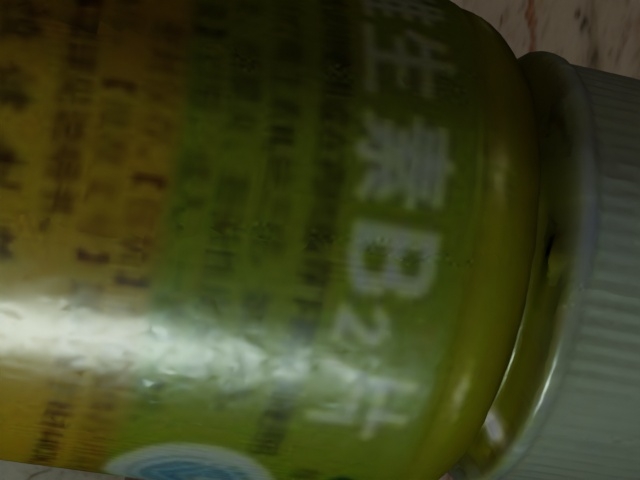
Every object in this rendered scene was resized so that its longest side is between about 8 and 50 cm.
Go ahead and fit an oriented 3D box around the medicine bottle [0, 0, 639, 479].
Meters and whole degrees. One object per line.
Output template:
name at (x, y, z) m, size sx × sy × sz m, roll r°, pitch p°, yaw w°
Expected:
medicine bottle at (0.000, 0.000, 0.699) m, size 0.224 × 0.384 × 0.224 m, roll -170°, pitch 90°, yaw -77°
